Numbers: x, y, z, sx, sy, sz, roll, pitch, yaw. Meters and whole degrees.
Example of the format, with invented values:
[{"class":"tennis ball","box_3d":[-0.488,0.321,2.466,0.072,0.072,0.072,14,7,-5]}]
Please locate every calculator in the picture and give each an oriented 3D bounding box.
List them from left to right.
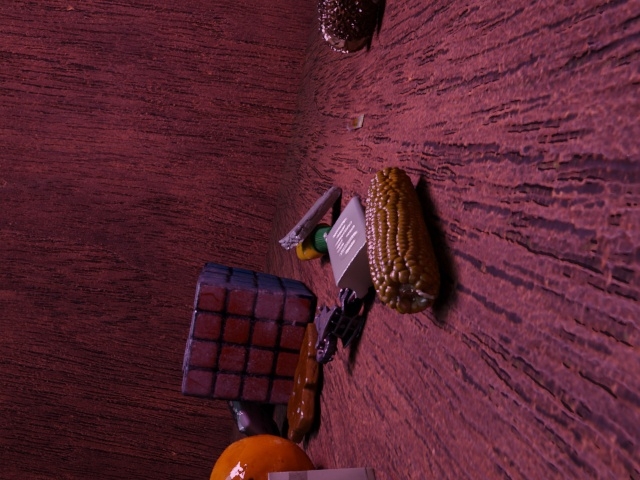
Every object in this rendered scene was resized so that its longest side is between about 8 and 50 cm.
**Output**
[{"class":"calculator","box_3d":[-0.186,0.556,1.847,0.246,0.045,0.141,54,-174,-33]}]

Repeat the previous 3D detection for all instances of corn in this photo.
[{"class":"corn","box_3d":[0.115,-0.002,0.928,0.310,0.101,0.101,-96,19,-53]}]

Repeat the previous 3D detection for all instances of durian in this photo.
[{"class":"durian","box_3d":[0.060,-0.584,1.579,0.196,0.167,0.196,43,145,40]}]

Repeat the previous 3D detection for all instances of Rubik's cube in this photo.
[{"class":"Rubik's cube","box_3d":[-0.228,0.276,1.867,0.337,0.344,0.344,-149,71,-78]}]

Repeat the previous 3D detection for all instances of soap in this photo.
[{"class":"soap","box_3d":[0.072,0.008,1.172,0.119,0.066,0.198,-55,18,18]}]

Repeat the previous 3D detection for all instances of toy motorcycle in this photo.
[{"class":"toy motorcycle","box_3d":[0.046,0.148,1.252,0.122,0.080,0.215,-97,31,-63]}]

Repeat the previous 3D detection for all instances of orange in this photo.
[{"class":"orange","box_3d":[-0.120,0.544,1.317,0.246,0.246,0.246,-170,90,-80]}]

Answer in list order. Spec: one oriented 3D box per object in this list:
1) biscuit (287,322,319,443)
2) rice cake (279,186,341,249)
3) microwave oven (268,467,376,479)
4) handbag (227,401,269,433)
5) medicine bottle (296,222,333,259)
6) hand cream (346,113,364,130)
[{"class":"biscuit","box_3d":[-0.035,0.362,1.570,0.278,0.043,0.302,153,127,-80]},{"class":"rice cake","box_3d":[-0.022,-0.063,1.648,0.211,0.038,0.124,-50,9,-29]},{"class":"microwave oven","box_3d":[0.003,0.449,0.826,0.240,0.194,0.145,-102,9,-64]},{"class":"handbag","box_3d":[-0.248,0.520,2.290,0.327,0.162,0.325,-148,66,-73]},{"class":"medicine bottle","box_3d":[0.000,0.000,1.626,0.111,0.076,0.309,-63,9,-9]},{"class":"hand cream","box_3d":[0.090,-0.301,1.586,0.102,0.022,0.035,-177,102,-75]}]
